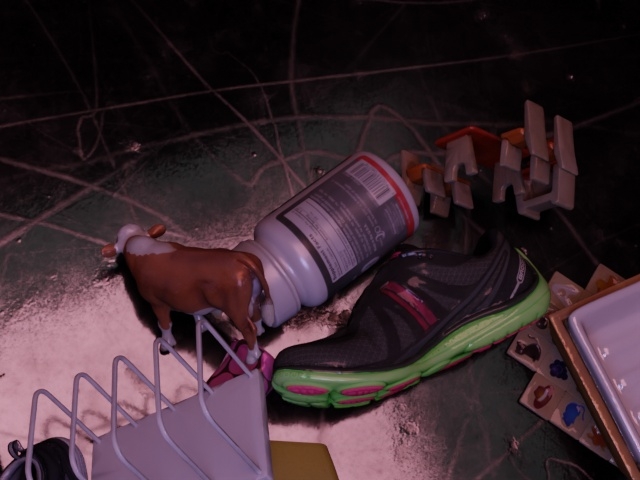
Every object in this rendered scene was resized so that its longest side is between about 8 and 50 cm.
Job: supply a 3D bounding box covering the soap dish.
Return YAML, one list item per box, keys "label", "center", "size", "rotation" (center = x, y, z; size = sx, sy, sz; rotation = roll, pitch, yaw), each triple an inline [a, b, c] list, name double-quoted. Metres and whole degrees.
- label: "soap dish"
  center: [0.513, 0.211, 1.785]
  size: [0.229, 0.118, 0.290]
  rotation: [-22, 78, -16]

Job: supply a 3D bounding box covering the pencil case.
- label: "pencil case"
  center: [-0.153, 0.244, 1.677]
  size: [0.098, 0.095, 0.209]
  rotation: [36, 71, 13]

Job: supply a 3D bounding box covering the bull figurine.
- label: "bull figurine"
  center: [-0.193, 0.072, 1.664]
  size: [0.101, 0.310, 0.188]
  rotation: [-38, 122, -37]

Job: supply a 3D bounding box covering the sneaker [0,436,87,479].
- label: "sneaker"
  center: [-0.376, 0.399, 1.542]
  size: [0.101, 0.153, 0.268]
  rotation: [-20, 72, 13]

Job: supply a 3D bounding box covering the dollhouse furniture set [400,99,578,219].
- label: "dollhouse furniture set"
  center: [0.296, -0.132, 1.812]
  size: [0.259, 0.262, 0.135]
  rotation: [18, 64, -41]

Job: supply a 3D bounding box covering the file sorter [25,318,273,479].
- label: "file sorter"
  center: [-0.230, 0.255, 1.517]
  size: [0.278, 0.173, 0.192]
  rotation: [-24, 40, 12]

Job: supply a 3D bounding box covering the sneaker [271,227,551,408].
- label: "sneaker"
  center: [0.123, 0.117, 1.730]
  size: [0.483, 0.185, 0.202]
  rotation: [-21, 78, -27]

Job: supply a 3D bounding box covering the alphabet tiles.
- label: "alphabet tiles"
  center: [0.488, 0.211, 1.849]
  size: [0.343, 0.011, 0.285]
  rotation: [34, 70, 1]

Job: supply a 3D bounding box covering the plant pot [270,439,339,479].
- label: "plant pot"
  center: [-0.071, 0.395, 1.594]
  size: [0.212, 0.212, 0.187]
  rotation: [5, 58, -9]

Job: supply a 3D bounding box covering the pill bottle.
- label: "pill bottle"
  center: [0.000, 0.000, 1.746]
  size: [0.283, 0.161, 0.161]
  rotation: [-37, 82, -18]

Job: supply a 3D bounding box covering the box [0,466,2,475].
- label: "box"
  center: [-0.545, 0.385, 1.574]
  size: [0.216, 0.060, 0.270]
  rotation: [-16, 76, -14]
